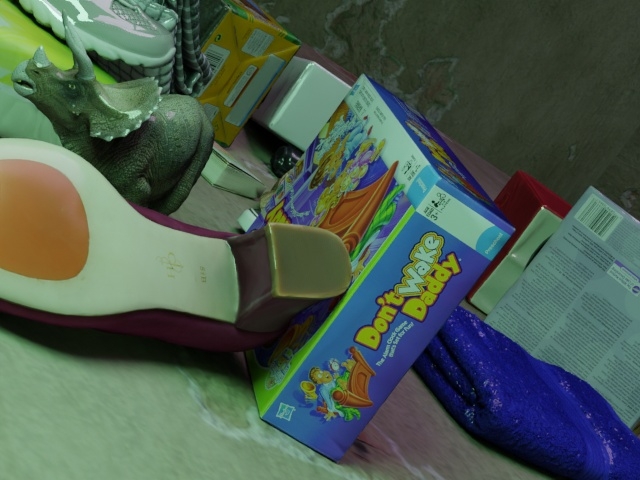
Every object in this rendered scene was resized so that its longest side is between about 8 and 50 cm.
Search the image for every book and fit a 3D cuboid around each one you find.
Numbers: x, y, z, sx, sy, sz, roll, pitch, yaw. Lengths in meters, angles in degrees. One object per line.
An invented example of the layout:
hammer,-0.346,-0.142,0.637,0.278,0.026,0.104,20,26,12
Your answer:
book,-0.139,-0.107,1.763,0.144,0.035,0.096,41,8,30

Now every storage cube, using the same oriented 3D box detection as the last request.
storage cube,0.326,0.039,2.152,0.215,0.183,0.193,34,13,-13

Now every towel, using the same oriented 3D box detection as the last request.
towel,-0.242,-0.268,1.563,0.284,0.121,0.235,36,-28,16
towel,0.235,0.176,1.593,0.308,0.076,0.227,28,13,-36

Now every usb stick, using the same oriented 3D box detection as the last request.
usb stick,0.050,-0.045,2.028,0.278,0.045,0.077,33,3,-15

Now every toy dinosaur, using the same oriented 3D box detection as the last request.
toy dinosaur,-0.146,-0.070,1.244,0.121,0.160,0.313,41,13,24

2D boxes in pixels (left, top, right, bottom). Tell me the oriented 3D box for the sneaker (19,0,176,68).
sneaker,-0.243,-0.267,1.360,0.281,0.115,0.105,37,8,-13

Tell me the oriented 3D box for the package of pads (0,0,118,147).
package of pads,-0.346,-0.197,1.318,0.229,0.101,0.296,43,10,32

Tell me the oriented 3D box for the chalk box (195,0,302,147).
chalk box,-0.205,-0.286,1.903,0.289,0.180,0.179,44,14,30

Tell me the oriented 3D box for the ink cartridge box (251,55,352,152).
ink cartridge box,0.008,-0.174,2.146,0.201,0.117,0.278,33,2,-16

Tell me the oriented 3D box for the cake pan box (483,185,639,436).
cake pan box,0.381,0.095,1.930,0.267,0.245,0.070,40,8,26

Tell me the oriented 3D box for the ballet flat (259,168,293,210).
ballet flat,-0.031,-0.053,1.755,0.073,0.067,0.206,35,12,-9

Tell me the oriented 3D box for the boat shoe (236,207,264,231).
boat shoe,0.000,0.000,1.623,0.219,0.070,0.078,26,15,-42

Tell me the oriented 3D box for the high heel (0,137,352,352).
high heel,-0.173,0.026,1.061,0.377,0.181,0.127,14,65,-33

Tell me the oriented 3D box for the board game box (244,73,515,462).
board game box,0.027,0.007,1.256,0.078,0.233,0.347,33,11,-18
